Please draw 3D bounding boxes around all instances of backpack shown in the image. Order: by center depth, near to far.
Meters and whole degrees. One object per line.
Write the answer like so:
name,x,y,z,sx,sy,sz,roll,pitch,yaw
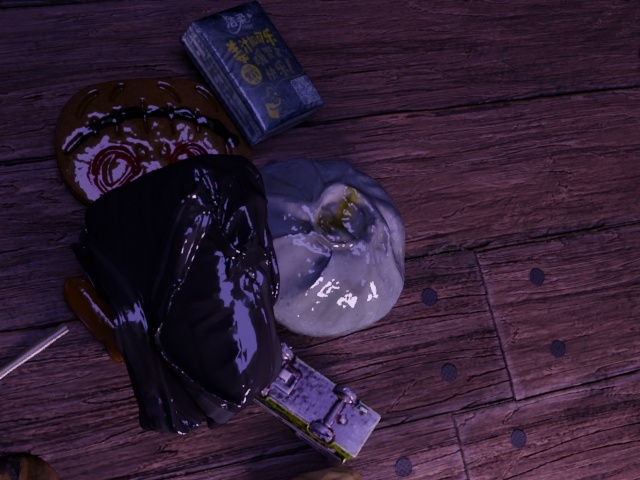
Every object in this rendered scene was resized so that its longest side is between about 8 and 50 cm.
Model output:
backpack,-0.220,0.092,1.674,0.255,0.363,0.445,-1,72,-54

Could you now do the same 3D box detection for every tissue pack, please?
tissue pack,-0.129,-0.329,1.970,0.185,0.081,0.257,-30,85,-43

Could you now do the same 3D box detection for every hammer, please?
hammer,-0.521,0.202,1.749,0.199,0.013,0.062,-37,88,-23

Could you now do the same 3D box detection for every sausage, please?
sausage,-0.390,0.135,1.788,0.183,0.062,0.054,50,41,2

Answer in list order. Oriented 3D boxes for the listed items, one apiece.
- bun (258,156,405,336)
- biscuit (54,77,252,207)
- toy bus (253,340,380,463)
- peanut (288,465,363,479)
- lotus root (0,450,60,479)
bun,0.000,0.000,1.868,0.362,0.211,0.361,5,71,-16
biscuit,-0.306,-0.156,1.898,0.367,0.063,0.314,-4,75,-20
toy bus,-0.047,0.274,1.818,0.302,0.139,0.113,35,67,3
peanut,0.021,0.509,1.780,0.197,0.110,0.233,-28,84,-18
lotus root,-0.528,0.428,1.570,0.272,0.272,0.192,-1,65,-18
